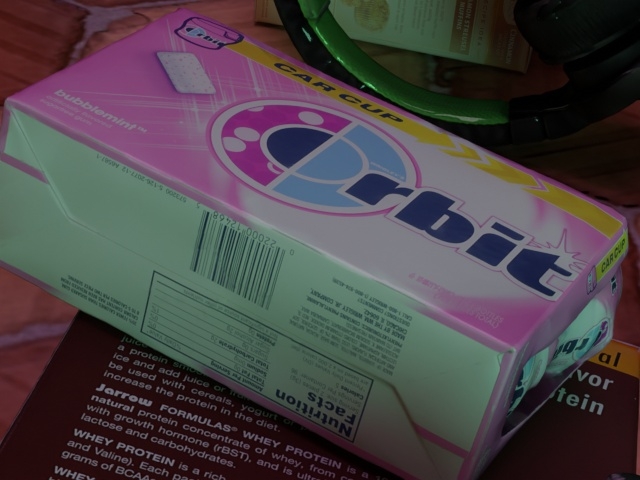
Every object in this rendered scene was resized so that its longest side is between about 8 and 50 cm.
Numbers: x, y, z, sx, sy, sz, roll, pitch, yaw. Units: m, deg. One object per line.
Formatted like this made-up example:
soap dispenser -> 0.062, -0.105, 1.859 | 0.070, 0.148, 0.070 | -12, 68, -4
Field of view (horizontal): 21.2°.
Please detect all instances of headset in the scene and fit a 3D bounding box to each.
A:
headset -> 0.159, -0.183, 0.929 | 0.394, 0.243, 0.185 | -15, 18, 11

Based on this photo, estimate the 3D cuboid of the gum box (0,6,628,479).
gum box -> 0.000, 0.000, 0.555 | 0.188, 0.062, 0.107 | 27, 33, 16

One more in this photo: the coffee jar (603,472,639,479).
coffee jar -> 0.121, 0.138, 0.397 | 0.184, 0.096, 0.079 | 32, 59, 8

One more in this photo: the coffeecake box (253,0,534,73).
coffeecake box -> 0.065, -0.187, 1.162 | 0.186, 0.068, 0.142 | 12, 31, 10

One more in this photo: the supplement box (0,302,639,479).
supplement box -> -0.006, 0.108, 0.568 | 0.191, 0.129, 0.194 | 17, 31, 2
